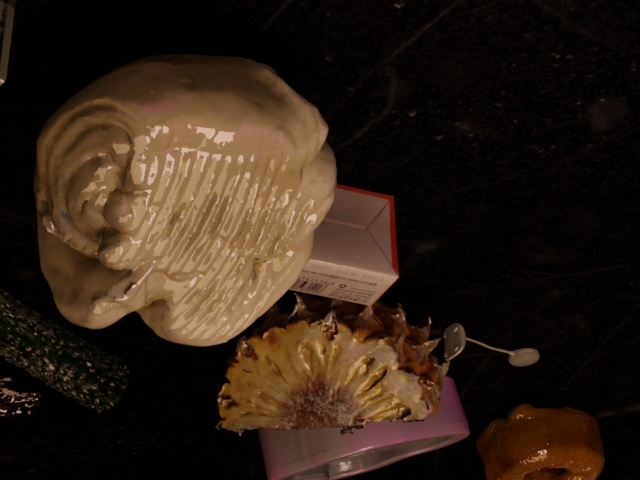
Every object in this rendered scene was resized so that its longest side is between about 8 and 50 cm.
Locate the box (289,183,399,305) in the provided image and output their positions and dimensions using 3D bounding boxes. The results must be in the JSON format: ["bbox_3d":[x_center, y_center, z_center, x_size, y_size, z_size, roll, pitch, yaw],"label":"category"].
[{"bbox_3d":[0.000,0.000,1.705,0.182,0.133,0.099,10,145,-22],"label":"box"}]

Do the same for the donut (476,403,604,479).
[{"bbox_3d":[0.388,0.371,2.331,0.227,0.113,0.226,-3,147,-2],"label":"donut"}]

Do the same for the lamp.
[{"bbox_3d":[0.271,0.180,2.082,0.198,0.056,0.050,19,139,-35],"label":"lamp"}]

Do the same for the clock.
[{"bbox_3d":[0.068,0.312,2.159,0.339,0.102,0.338,-13,164,-4],"label":"clock"}]

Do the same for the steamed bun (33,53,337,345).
[{"bbox_3d":[-0.171,-0.063,1.485,0.352,0.247,0.339,-4,128,-37],"label":"steamed bun"}]

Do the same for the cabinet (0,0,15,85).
[{"bbox_3d":[-0.433,-0.227,1.305,0.150,0.145,0.206,-25,141,32],"label":"cabinet"}]

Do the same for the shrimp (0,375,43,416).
[{"bbox_3d":[-0.587,0.185,2.023,0.365,0.071,0.233,20,136,-23],"label":"shrimp"}]

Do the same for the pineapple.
[{"bbox_3d":[0.024,0.136,1.934,0.344,0.286,0.208,-7,103,19],"label":"pineapple"}]

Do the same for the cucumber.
[{"bbox_3d":[-0.424,0.149,1.946,0.096,0.096,0.359,-20,145,25],"label":"cucumber"}]
